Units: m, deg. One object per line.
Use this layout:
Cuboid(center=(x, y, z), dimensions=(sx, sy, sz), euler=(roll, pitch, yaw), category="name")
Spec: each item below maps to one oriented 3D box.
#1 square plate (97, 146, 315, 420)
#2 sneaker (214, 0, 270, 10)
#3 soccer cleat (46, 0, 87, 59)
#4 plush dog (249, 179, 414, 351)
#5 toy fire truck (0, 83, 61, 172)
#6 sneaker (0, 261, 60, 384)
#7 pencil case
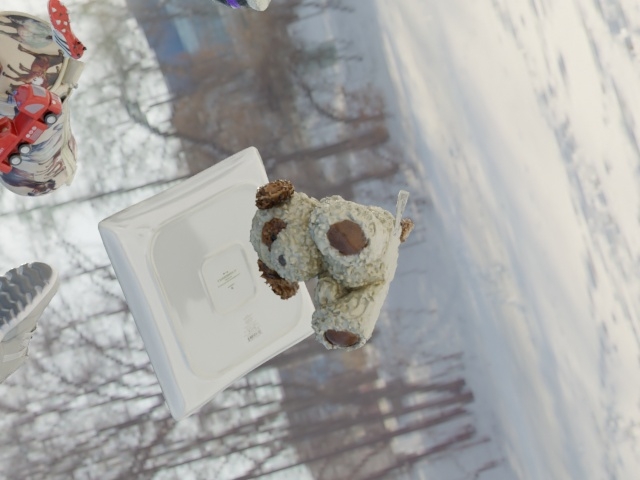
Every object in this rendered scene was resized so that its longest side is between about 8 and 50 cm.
Cuboid(center=(-0.158, 0.062, 1.929), dimensions=(0.347, 0.049, 0.344), euler=(-31, -73, -39), category="square plate")
Cuboid(center=(-0.176, -0.579, 2.235), dimensions=(0.102, 0.146, 0.294), euler=(-30, -58, -64), category="sneaker")
Cuboid(center=(-0.309, -0.251, 1.421), dimensions=(0.029, 0.035, 0.083), euler=(-56, -42, -34), category="soccer cleat")
Cuboid(center=(0.000, 0.000, 1.770), dimensions=(0.211, 0.225, 0.263), euler=(-53, -28, -45), category="plush dog")
Cuboid(center=(-0.484, -0.164, 1.739), dimensions=(0.135, 0.192, 0.047), euler=(28, -156, -44), category="toy fire truck")
Cuboid(center=(-0.538, 0.157, 2.050), dimensions=(0.105, 0.281, 0.115), euler=(40, -179, 36), category="sneaker")
Cuboid(center=(-0.492, -0.215, 2.023), dimensions=(0.160, 0.183, 0.410), euler=(-59, -2, -23), category="pencil case")
